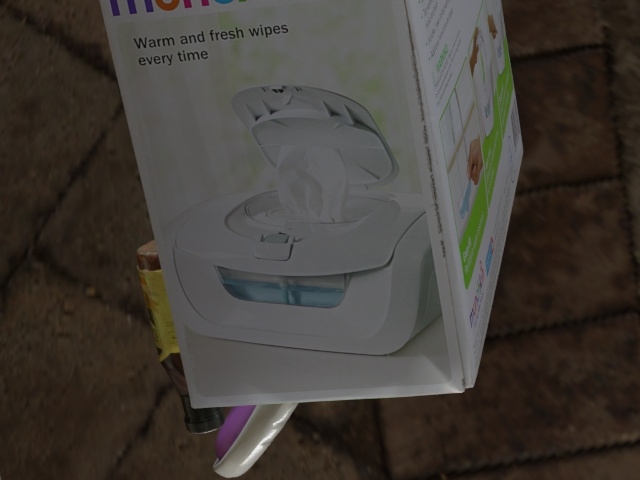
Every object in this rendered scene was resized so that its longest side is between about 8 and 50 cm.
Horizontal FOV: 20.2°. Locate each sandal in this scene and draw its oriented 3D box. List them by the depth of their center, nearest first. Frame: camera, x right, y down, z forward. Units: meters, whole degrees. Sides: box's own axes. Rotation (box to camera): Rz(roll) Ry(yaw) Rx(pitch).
[{"bbox_3d":[0.002,-0.003,1.438,0.102,0.169,0.416,30,104,2],"label":"sandal"}]

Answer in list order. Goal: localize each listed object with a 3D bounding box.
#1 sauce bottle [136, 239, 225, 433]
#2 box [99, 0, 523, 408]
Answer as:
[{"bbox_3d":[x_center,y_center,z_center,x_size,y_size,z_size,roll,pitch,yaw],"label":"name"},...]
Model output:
[{"bbox_3d":[-0.088,0.062,1.160,0.042,0.042,0.128,-12,104,-4],"label":"sauce bottle"},{"bbox_3d":[0.010,-0.091,0.789,0.126,0.262,0.231,-6,114,14],"label":"box"}]
